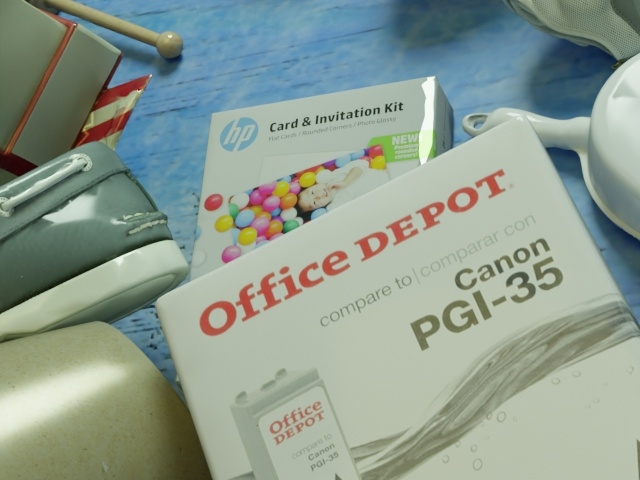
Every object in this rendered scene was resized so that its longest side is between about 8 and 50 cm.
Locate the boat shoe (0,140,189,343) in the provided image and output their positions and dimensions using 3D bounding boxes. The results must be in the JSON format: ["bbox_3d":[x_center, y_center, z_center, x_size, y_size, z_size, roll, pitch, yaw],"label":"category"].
[{"bbox_3d":[-0.232,0.034,0.880,0.319,0.116,0.099,-20,79,-21],"label":"boat shoe"}]

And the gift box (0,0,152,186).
[{"bbox_3d":[-0.278,-0.093,0.982,0.255,0.258,0.276,32,90,39],"label":"gift box"}]

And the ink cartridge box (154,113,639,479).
[{"bbox_3d":[0.067,0.116,0.747,0.207,0.117,0.283,-27,60,7],"label":"ink cartridge box"}]

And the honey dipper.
[{"bbox_3d":[-0.154,-0.153,1.120,0.160,0.030,0.030,22,69,31],"label":"honey dipper"}]

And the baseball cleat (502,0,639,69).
[{"bbox_3d":[0.134,-0.193,0.943,0.109,0.072,0.206,-33,76,6],"label":"baseball cleat"}]

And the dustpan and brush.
[{"bbox_3d":[0.170,-0.059,0.891,0.211,0.060,0.147,13,63,24],"label":"dustpan and brush"}]

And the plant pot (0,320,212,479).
[{"bbox_3d":[-0.187,0.164,0.800,0.274,0.256,0.256,-35,48,-21],"label":"plant pot"}]

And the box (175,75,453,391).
[{"bbox_3d":[0.000,0.000,0.934,0.145,0.038,0.186,-8,54,20],"label":"box"}]
